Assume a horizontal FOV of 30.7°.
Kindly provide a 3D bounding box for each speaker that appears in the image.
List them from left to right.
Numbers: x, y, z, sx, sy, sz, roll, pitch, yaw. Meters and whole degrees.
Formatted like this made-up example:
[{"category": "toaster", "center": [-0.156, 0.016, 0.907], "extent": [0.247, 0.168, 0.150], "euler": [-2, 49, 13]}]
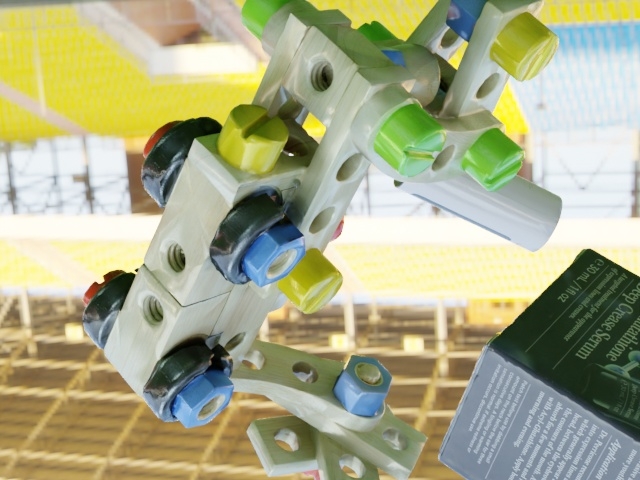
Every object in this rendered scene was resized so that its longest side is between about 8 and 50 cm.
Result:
[{"category": "speaker", "center": [0.133, -0.041, 0.977], "extent": [0.136, 0.055, 0.055], "euler": [24, -172, -13]}]

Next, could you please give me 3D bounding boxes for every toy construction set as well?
[{"category": "toy construction set", "center": [0.000, 0.000, 0.627], "extent": [0.151, 0.328, 0.215], "euler": [32, -148, 31]}]

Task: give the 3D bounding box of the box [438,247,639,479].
[{"category": "box", "center": [0.400, 0.236, 1.426], "extent": [0.395, 0.212, 0.293], "euler": [32, -141, 20]}]
